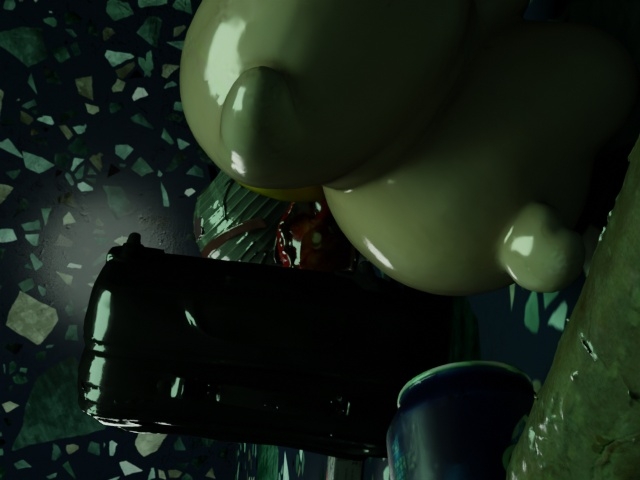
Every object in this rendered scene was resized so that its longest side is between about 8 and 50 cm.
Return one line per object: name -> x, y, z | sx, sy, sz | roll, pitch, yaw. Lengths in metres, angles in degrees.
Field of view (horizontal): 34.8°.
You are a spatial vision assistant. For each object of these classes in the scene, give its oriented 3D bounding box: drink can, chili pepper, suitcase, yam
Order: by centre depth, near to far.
yam -> 0.151, 0.055, 0.463 | 0.093, 0.093, 0.259 | -96, 13, -48
drink can -> 0.104, 0.184, 0.642 | 0.118, 0.118, 0.205 | 105, 166, -52
suitcase -> -0.072, 0.109, 1.082 | 0.339, 0.345, 0.188 | -148, 67, -81
chili pepper -> 0.000, 0.000, 1.460 | 0.253, 0.136, 0.144 | 100, 145, -82

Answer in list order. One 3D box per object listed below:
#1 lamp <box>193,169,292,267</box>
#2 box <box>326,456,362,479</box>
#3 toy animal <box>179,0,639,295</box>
lamp -> -0.110, -0.030, 1.809 | 0.265, 0.233, 0.233 | 137, 137, -62
box -> 0.029, 0.313, 1.330 | 0.055, 0.039, 0.218 | -130, 44, -76
toy animal -> 0.088, -0.090, 0.617 | 0.277, 0.247, 0.345 | -45, -8, -1
